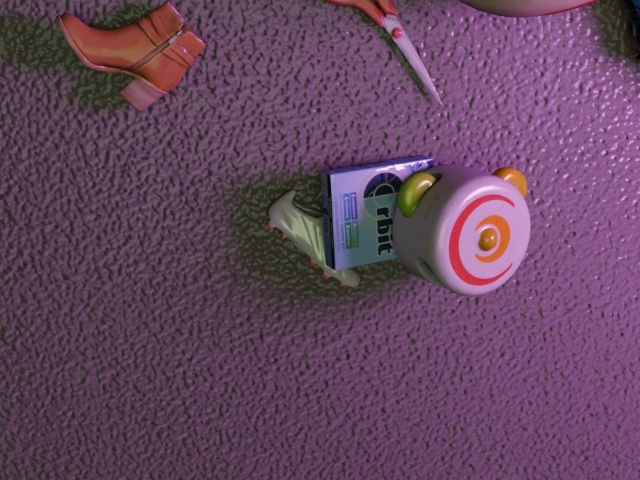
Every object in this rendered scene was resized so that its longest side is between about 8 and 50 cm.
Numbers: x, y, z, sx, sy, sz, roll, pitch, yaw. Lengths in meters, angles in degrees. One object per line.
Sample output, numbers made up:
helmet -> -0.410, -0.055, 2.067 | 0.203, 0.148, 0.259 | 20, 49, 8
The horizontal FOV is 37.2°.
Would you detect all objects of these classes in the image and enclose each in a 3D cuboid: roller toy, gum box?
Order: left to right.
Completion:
gum box -> 0.094, -0.046, 1.521 | 0.184, 0.041, 0.157 | -11, 109, -22
roller toy -> 0.225, -0.016, 1.486 | 0.209, 0.146, 0.191 | -10, 109, -28

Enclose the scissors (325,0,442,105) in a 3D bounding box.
scissors -> 0.115, -0.342, 1.473 | 0.297, 0.021, 0.109 | 41, 100, -12

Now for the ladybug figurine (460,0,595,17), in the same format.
ladybug figurine -> 0.374, -0.469, 1.333 | 0.449, 0.162, 0.305 | -26, 67, 17

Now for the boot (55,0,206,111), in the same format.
boot -> -0.285, -0.310, 1.442 | 0.152, 0.073, 0.197 | -42, 116, 11

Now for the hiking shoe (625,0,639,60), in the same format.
hiking shoe -> 0.515, -0.337, 1.446 | 0.304, 0.113, 0.132 | 38, 113, -6

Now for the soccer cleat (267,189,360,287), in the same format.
soccer cleat -> 0.000, 0.000, 1.554 | 0.196, 0.068, 0.076 | 41, 98, -11
